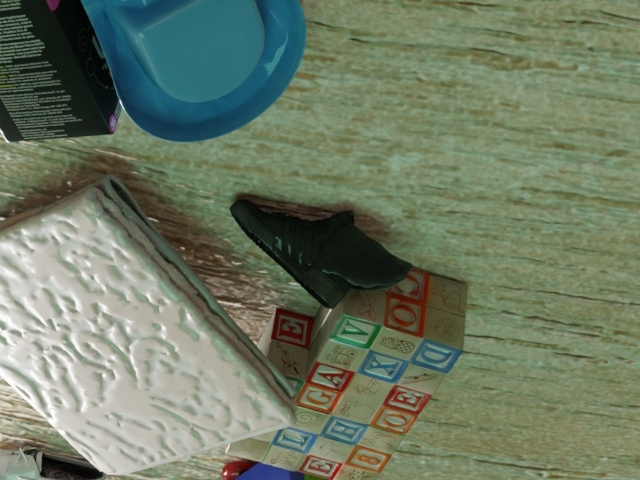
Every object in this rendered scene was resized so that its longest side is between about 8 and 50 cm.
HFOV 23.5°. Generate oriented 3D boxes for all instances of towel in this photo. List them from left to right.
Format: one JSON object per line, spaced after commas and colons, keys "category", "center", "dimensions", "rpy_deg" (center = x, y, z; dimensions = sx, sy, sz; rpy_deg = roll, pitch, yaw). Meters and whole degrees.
{"category": "towel", "center": [-0.224, 0.100, 1.585], "dimensions": [0.317, 0.053, 0.332], "rpy_deg": [-21, 118, 38]}

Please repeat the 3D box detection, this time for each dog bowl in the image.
{"category": "dog bowl", "center": [-0.118, -0.210, 1.198], "dimensions": [0.166, 0.074, 0.297], "rpy_deg": [-30, 136, -8]}

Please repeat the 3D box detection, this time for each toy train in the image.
{"category": "toy train", "center": [-0.057, 0.332, 1.869], "dimensions": [0.143, 0.105, 0.248], "rpy_deg": [18, 141, -32]}

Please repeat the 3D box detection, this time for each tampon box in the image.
{"category": "tampon box", "center": [-0.229, -0.179, 1.263], "dimensions": [0.101, 0.120, 0.161], "rpy_deg": [-3, 139, 15]}

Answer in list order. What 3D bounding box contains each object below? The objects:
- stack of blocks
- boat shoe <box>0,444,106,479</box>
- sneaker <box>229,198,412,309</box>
{"category": "stack of blocks", "center": [0.022, 0.139, 1.623], "dimensions": [0.171, 0.087, 0.297], "rpy_deg": [17, 140, -9]}
{"category": "boat shoe", "center": [-0.352, 0.281, 1.880], "dimensions": [0.184, 0.066, 0.063], "rpy_deg": [20, 125, -10]}
{"category": "sneaker", "center": [0.000, -0.001, 1.488], "dimensions": [0.170, 0.089, 0.051], "rpy_deg": [43, 172, 8]}
